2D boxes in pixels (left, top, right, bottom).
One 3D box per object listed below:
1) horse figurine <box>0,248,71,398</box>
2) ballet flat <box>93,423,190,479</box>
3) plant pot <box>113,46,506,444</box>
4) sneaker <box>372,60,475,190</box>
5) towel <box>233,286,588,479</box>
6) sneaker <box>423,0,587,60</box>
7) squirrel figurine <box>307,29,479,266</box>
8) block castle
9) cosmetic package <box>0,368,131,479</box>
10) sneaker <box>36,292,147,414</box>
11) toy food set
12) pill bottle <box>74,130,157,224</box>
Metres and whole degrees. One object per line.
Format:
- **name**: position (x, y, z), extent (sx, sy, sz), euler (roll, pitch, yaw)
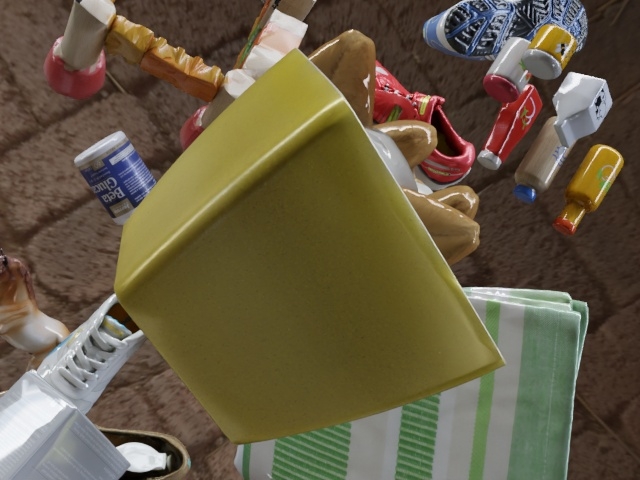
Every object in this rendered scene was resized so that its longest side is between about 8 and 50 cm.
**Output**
- **horse figurine**: position (-0.399, 0.138, 1.160), extent (0.174, 0.066, 0.263), euler (-38, 127, -3)
- **ballet flat**: position (-0.360, 0.332, 1.356), extent (0.342, 0.124, 0.116), euler (11, 69, -21)
- **plant pot**: position (-0.026, 0.016, 0.628), extent (0.187, 0.212, 0.212), euler (-33, 112, 2)
- **sneaker**: position (0.141, -0.209, 1.400), extent (0.279, 0.118, 0.107), euler (45, 56, -4)
- **towel**: position (0.074, 0.153, 0.839), extent (0.324, 0.038, 0.248), euler (7, 93, 22)
- **sneaker**: position (0.213, -0.245, 1.002), extent (0.211, 0.081, 0.080), euler (-4, 100, -26)
- **squirrel figurine**: position (0.000, 0.000, 1.117), extent (0.397, 0.370, 0.281), euler (-36, 78, 3)
- **block castle**: position (-0.185, -0.353, 1.335), extent (0.303, 0.213, 0.453), euler (27, 56, -13)
- **cosmetic package**: position (-0.324, 0.269, 0.891), extent (0.107, 0.127, 0.238), euler (25, 61, 39)
- **sneaker**: position (-0.283, 0.137, 1.105), extent (0.087, 0.092, 0.229), euler (38, 61, -2)
- **toy food set**: position (0.224, -0.109, 0.902), extent (0.111, 0.232, 0.104), euler (24, 76, 37)
- **pill bottle**: position (-0.317, -0.085, 1.444), extent (0.094, 0.094, 0.169), euler (-33, 107, -2)
